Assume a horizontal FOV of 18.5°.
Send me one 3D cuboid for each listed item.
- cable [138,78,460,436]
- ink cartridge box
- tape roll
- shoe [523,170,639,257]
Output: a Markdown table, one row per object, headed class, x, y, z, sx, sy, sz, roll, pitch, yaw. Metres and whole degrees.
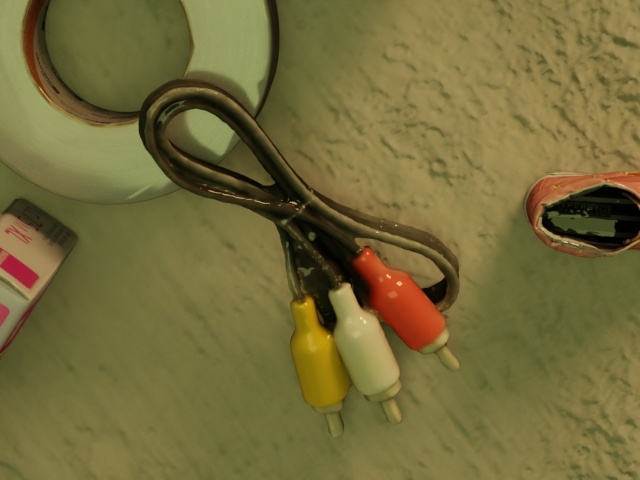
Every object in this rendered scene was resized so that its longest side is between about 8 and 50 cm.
| class | x | y | z | sx | sy | sz | roll | pitch | yaw |
| --- | --- | --- | --- | --- | --- | --- | --- | --- | --- |
| cable | 0.000 | 0.000 | 1.296 | 0.139 | 0.072 | 0.287 | -31 | 122 | 4 |
| ink cartridge box | -0.280 | 0.125 | 1.318 | 0.065 | 0.186 | 0.311 | 36 | 101 | -5 |
| tape roll | -0.138 | -0.137 | 1.318 | 0.219 | 0.072 | 0.219 | 1 | 100 | 4 |
| shoe | 0.226 | -0.015 | 1.310 | 0.178 | 0.081 | 0.063 | 2 | 101 | 4 |
